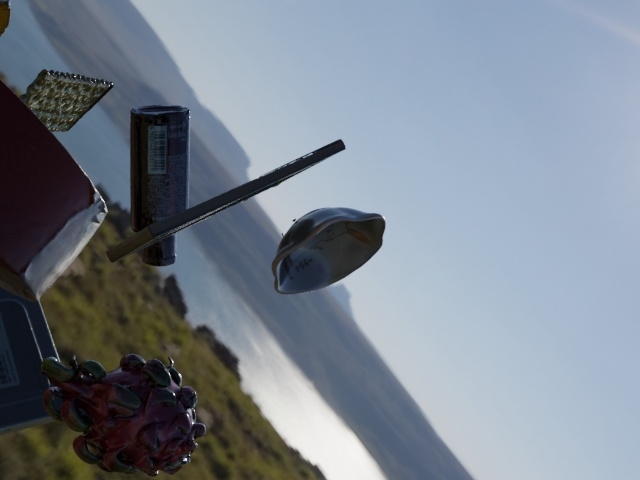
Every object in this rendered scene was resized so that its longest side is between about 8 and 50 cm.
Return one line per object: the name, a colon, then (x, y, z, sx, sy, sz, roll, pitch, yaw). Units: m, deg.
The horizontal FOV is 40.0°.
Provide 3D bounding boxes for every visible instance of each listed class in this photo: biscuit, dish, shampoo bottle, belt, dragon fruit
biscuit: (-0.433, -0.223, 1.440, 0.016, 0.144, 0.203, 53, 18, 7)
dish: (0.000, 0.000, 1.526, 0.081, 0.229, 0.229, 61, 3, 27)
shampoo bottle: (-0.328, -0.110, 1.797, 0.084, 0.129, 0.323, 28, -58, 49)
belt: (-0.325, -0.078, 0.751, 0.324, 0.115, 0.227, 47, -21, -27)
dragon fruit: (-0.332, 0.296, 1.484, 0.272, 0.218, 0.198, 9, 34, -39)

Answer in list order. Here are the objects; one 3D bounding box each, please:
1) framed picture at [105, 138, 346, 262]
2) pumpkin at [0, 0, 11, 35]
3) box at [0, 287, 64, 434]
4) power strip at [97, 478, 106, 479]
framed picture: (-0.148, -0.059, 1.346, 0.247, 0.335, 0.022, -19, -83, 62)
pumpkin: (-0.651, -0.397, 1.571, 0.095, 0.290, 0.258, 4, 49, -48)
box: (-0.814, 0.288, 2.093, 0.373, 0.090, 0.367, -8, 65, -44)
power strip: (-0.281, 0.438, 1.411, 0.252, 0.027, 0.060, 21, -37, 10)
